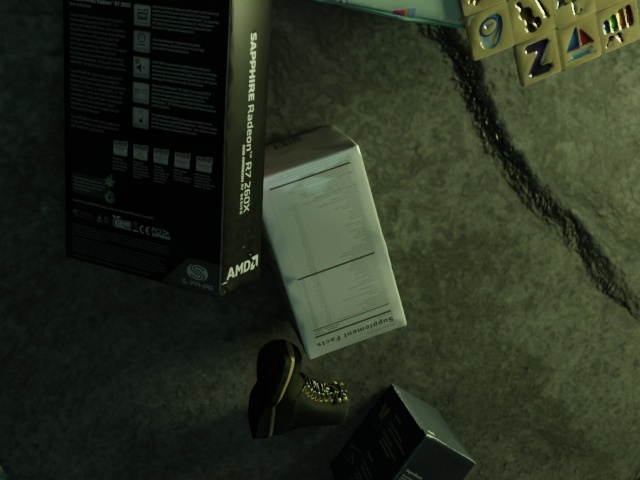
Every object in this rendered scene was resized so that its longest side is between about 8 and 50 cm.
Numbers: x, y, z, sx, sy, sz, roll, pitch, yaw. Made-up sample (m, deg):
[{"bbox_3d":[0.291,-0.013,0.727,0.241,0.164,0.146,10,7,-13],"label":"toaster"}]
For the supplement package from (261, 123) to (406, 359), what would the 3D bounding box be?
[{"bbox_3d":[0.000,0.000,1.331,0.139,0.134,0.244,-18,111,-7],"label":"supplement package"}]

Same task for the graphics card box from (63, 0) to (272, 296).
[{"bbox_3d":[-0.177,-0.140,1.204,0.232,0.094,0.371,12,108,26],"label":"graphics card box"}]

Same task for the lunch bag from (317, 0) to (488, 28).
[{"bbox_3d":[0.099,-0.371,1.229,0.279,0.108,0.224,5,109,-23],"label":"lunch bag"}]

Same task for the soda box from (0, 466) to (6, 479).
[{"bbox_3d":[-0.431,0.326,1.314,0.058,0.183,0.063,-25,113,-4],"label":"soda box"}]

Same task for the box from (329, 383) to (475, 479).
[{"bbox_3d":[0.107,0.306,1.445,0.093,0.156,0.158,32,98,-21],"label":"box"}]

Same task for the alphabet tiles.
[{"bbox_3d":[0.278,-0.362,1.233,0.285,0.011,0.343,-23,120,-10],"label":"alphabet tiles"}]

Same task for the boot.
[{"bbox_3d":[-0.014,0.188,1.400,0.137,0.077,0.198,-3,147,-17],"label":"boot"}]
